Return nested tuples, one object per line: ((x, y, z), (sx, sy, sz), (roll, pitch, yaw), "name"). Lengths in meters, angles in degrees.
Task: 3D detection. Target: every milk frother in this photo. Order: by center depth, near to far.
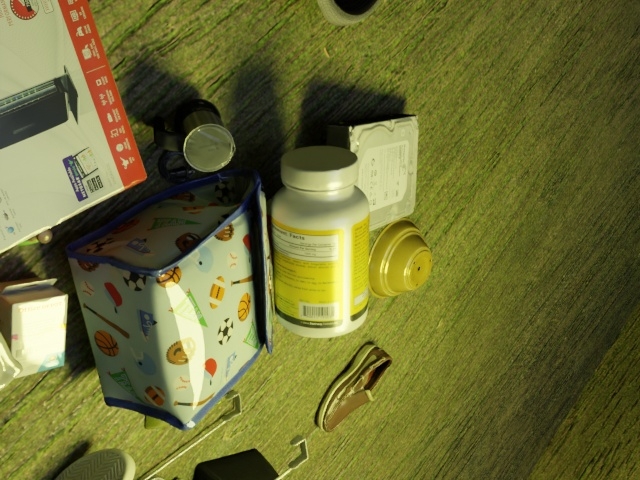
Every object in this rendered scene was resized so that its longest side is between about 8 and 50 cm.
((-0.215, -0.148, 1.326), (0.129, 0.135, 0.143), (-14, 120, -9), "milk frother")

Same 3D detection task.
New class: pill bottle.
((0.000, 0.000, 1.482), (0.187, 0.187, 0.334), (-24, 124, -41), "pill bottle")

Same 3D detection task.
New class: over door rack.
((-0.202, 0.486, 1.571), (0.324, 0.239, 0.108), (-41, 133, -28), "over door rack")

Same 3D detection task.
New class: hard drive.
((0.119, -0.147, 1.693), (0.339, 0.064, 0.237), (-21, 116, -58), "hard drive")

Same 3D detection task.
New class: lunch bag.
((-0.210, 0.082, 1.381), (0.385, 0.238, 0.328), (-42, 137, -51), "lunch bag")

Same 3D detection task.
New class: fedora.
((0.027, -0.527, 1.424), (0.275, 0.124, 0.244), (17, 98, -63), "fedora")

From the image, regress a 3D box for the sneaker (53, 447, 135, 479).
((-0.450, 0.538, 1.416), (0.350, 0.131, 0.148), (-49, 146, -12), "sneaker")

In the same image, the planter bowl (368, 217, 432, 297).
((0.219, 0.059, 1.968), (0.217, 0.090, 0.217), (-24, 124, -41), "planter bowl")

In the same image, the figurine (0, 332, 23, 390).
((-0.509, 0.093, 1.046), (0.092, 0.214, 0.210), (-36, 131, -39), "figurine")

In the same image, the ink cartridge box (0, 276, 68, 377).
((-0.459, 0.125, 1.215), (0.092, 0.089, 0.143), (-9, 113, -47), "ink cartridge box")

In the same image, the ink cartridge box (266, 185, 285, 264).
((-0.058, -0.030, 1.612), (0.231, 0.078, 0.134), (-44, 136, -25), "ink cartridge box")

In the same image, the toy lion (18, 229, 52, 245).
((-0.461, -0.038, 1.183), (0.096, 0.034, 0.100), (-16, 120, -36), "toy lion")

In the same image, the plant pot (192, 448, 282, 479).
((-0.172, 0.597, 1.722), (0.188, 0.167, 0.188), (2, 106, -48), "plant pot")

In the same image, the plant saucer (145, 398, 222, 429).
((-0.256, 0.280, 1.563), (0.188, 0.045, 0.189), (-12, 117, -46), "plant saucer")

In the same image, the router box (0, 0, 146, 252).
((-0.430, -0.177, 1.077), (0.301, 0.082, 0.336), (-35, 125, -34), "router box")

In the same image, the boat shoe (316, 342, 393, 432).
((0.091, 0.380, 1.974), (0.258, 0.095, 0.095), (-56, 140, -14), "boat shoe")
